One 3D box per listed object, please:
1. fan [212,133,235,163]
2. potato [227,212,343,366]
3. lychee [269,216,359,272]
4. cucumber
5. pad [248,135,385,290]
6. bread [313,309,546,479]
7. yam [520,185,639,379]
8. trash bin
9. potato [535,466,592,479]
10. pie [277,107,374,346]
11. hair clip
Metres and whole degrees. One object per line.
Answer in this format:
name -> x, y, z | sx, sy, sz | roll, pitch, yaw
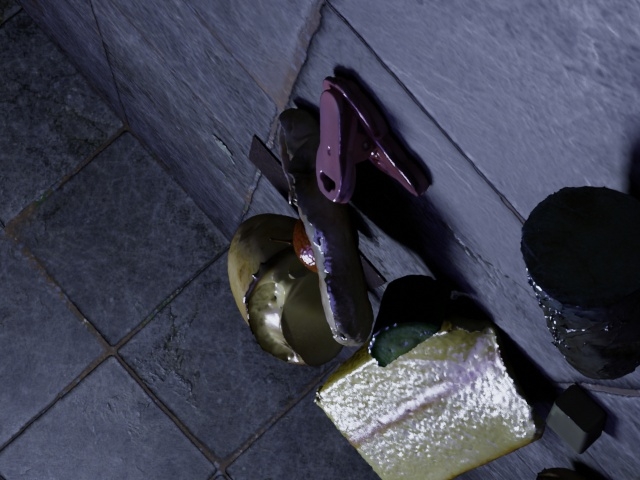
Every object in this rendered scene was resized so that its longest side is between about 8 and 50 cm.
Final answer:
fan -> -0.188, -0.177, 2.207 | 0.056, 0.004, 0.083 | 40, 168, 42
potato -> -0.063, 0.066, 1.992 | 0.242, 0.242, 0.285 | 39, 175, 47
lychee -> 0.004, -0.004, 1.693 | 0.114, 0.101, 0.140 | 38, 177, -9
cucumber -> 0.111, 0.099, 1.483 | 0.062, 0.116, 0.115 | 38, -142, -15
pad -> -0.011, -0.041, 1.932 | 0.330, 0.004, 0.220 | 48, 172, 0
bread -> 0.153, 0.232, 1.576 | 0.233, 0.245, 0.362 | 49, 175, 2
yam -> 0.209, 0.035, 0.828 | 0.107, 0.107, 0.183 | 43, 173, 30
trash bin -> 0.310, 0.214, 1.345 | 0.061, 0.043, 0.092 | 45, 168, 21
potato -> 0.394, 0.390, 1.649 | 0.261, 0.100, 0.120 | 36, -136, -55
pie -> 0.011, -0.006, 1.454 | 0.337, 0.075, 0.338 | 163, 90, -89
hair clip -> 0.052, -0.115, 1.204 | 0.123, 0.102, 0.138 | 33, 131, 54
